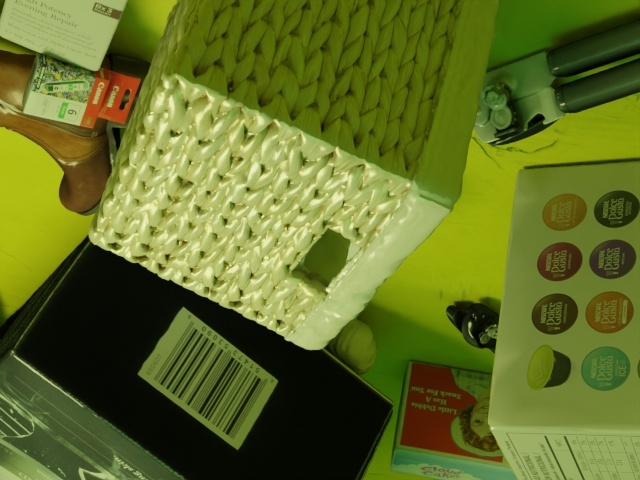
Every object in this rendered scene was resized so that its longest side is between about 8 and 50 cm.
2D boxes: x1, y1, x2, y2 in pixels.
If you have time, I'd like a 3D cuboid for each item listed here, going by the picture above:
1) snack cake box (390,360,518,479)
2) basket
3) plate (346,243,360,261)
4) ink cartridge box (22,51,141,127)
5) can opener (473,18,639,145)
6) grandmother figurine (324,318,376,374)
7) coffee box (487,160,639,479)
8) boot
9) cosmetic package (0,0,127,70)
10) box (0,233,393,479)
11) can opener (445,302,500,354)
[{"bbox_3d":[0.245,0.283,1.970,0.264,0.152,0.089,10,149,3],"label":"snack cake box"},{"bbox_3d":[-0.025,-0.128,1.239,0.266,0.331,0.328,21,147,-12],"label":"basket"},{"bbox_3d":[-0.091,-0.038,1.608,0.277,0.045,0.278,40,151,-18],"label":"plate"},{"bbox_3d":[-0.253,-0.155,1.409,0.115,0.029,0.063,12,121,-23],"label":"ink cartridge box"},{"bbox_3d":[0.267,-0.167,1.344,0.280,0.074,0.093,-18,172,41],"label":"can opener"},{"bbox_3d":[-0.045,0.184,1.963,0.208,0.104,0.342,24,150,-36],"label":"grandmother figurine"},{"bbox_3d":[0.402,0.138,1.512,0.334,0.337,0.338,-2,146,23],"label":"coffee box"},{"bbox_3d":[-0.356,-0.126,1.495,0.280,0.096,0.264,5,151,-23],"label":"boot"},{"bbox_3d":[-0.237,-0.276,1.303,0.117,0.085,0.231,19,149,-13],"label":"cosmetic package"},{"bbox_3d":[-0.244,0.264,1.863,0.480,0.297,0.472,39,144,-10],"label":"box"},{"bbox_3d":[0.250,0.137,1.843,0.059,0.073,0.186,-47,129,10],"label":"can opener"}]
